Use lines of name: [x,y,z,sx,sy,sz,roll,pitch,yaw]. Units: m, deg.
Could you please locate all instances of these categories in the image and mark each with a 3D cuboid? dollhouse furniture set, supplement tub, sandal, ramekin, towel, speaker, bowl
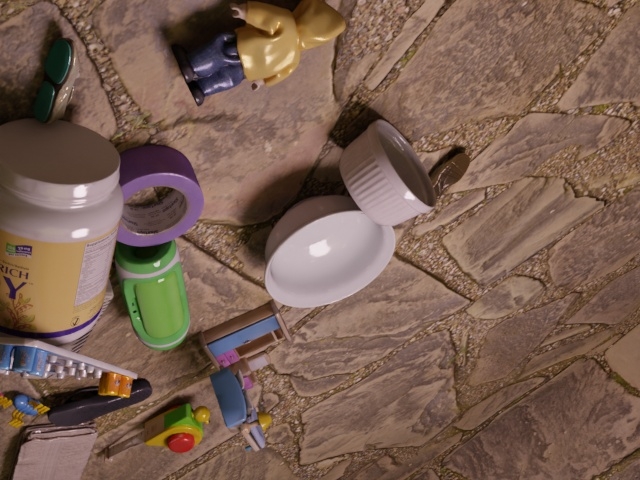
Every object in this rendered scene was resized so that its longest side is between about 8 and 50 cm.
dollhouse furniture set: [-0.128,0.352,2.027,0.198,0.303,0.286,-23,143,-2]
supplement tub: [-0.465,-0.011,1.436,0.241,0.241,0.331,-1,127,-29]
sandal: [-0.531,0.382,2.047,0.254,0.054,0.097,-12,149,-33]
ramekin: [0.128,-0.126,1.698,0.109,0.207,0.207,-32,143,22]
towel: [-0.677,0.553,2.157,0.187,0.049,0.282,0,136,-29]
speaker: [-0.341,0.101,1.753,0.131,0.131,0.297,-15,142,-14]
bowl: [0.000,0.000,1.823,0.297,0.134,0.298,-17,142,-13]

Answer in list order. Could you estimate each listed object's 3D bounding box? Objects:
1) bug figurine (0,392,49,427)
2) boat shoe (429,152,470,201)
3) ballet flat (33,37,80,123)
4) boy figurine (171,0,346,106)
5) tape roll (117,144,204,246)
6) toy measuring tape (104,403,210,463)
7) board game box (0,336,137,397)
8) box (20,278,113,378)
bug figurine: [-0.760,0.398,1.898,0.279,0.072,0.216,-28,152,-6]
boat shoe: [0.268,-0.139,1.895,0.056,0.048,0.153,25,114,-32]
ballet flat: [-0.412,-0.257,1.360,0.052,0.057,0.168,-25,158,-51]
boy figurine: [-0.099,-0.330,1.412,0.285,0.092,0.177,-26,143,-2]
tape roll: [-0.317,-0.081,1.588,0.189,0.080,0.189,-17,142,-14]
toy measuring tape: [-0.410,0.516,2.224,0.330,0.121,0.121,-31,143,20]
board game box: [-0.583,0.224,1.517,0.389,0.050,0.390,1,164,14]
box: [-0.523,0.156,1.726,0.094,0.113,0.275,9,132,-38]
